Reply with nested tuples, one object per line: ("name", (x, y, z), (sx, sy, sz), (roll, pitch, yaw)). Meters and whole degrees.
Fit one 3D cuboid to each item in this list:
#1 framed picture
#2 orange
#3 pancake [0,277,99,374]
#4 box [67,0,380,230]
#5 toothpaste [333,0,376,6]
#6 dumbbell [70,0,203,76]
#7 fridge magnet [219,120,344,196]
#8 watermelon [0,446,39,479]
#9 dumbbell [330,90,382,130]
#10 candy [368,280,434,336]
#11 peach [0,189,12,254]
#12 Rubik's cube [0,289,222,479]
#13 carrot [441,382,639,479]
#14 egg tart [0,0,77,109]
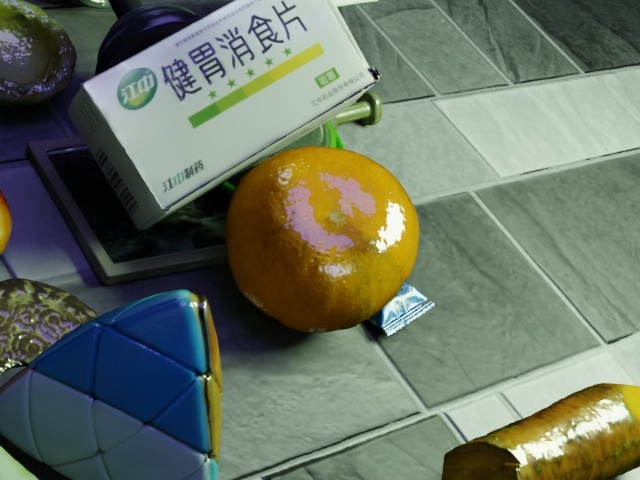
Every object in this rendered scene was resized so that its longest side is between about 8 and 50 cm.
("framed picture", (-0.181, -0.057, 1.614), (0.324, 0.020, 0.240), (-9, 51, -36))
("orange", (0.000, 0.000, 1.524), (0.240, 0.171, 0.240), (8, 58, -13))
("pancake", (-0.312, 0.111, 1.359), (0.191, 0.020, 0.184), (4, 44, -24))
("box", (-0.112, -0.172, 1.515), (0.333, 0.145, 0.173), (-33, 93, -20))
("toothpaste", (0.014, -0.398, 2.089), (0.052, 0.033, 0.218), (48, 39, 18))
("dumbbell", (-0.259, -0.315, 1.720), (0.179, 0.179, 0.406), (-3, 44, -31))
("fridge magnet", (-0.062, -0.123, 1.665), (0.208, 0.088, 0.208), (11, 50, -13))
("watermelon", (-0.380, 0.220, 1.041), (0.310, 0.193, 0.231), (37, 17, -15))
("dumbbell", (0.037, -0.183, 1.848), (0.118, 0.052, 0.046), (-18, 29, -41))
("candy", (0.067, 0.061, 1.613), (0.088, 0.038, 0.136), (-32, 58, -32))
("peach", (-0.391, -0.022, 1.404), (0.101, 0.100, 0.100), (15, 41, -14))
("Rubik's cube", (-0.215, 0.137, 1.295), (0.255, 0.254, 0.254), (15, 41, -14))
("carrot", (0.275, 0.242, 1.472), (0.302, 0.114, 0.114), (-13, 54, -38))
("egg tart", (-0.411, -0.232, 1.633), (0.197, 0.078, 0.197), (14, 43, -14))
